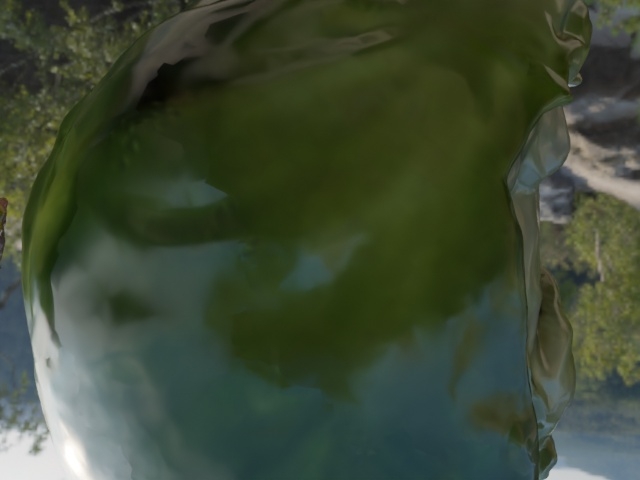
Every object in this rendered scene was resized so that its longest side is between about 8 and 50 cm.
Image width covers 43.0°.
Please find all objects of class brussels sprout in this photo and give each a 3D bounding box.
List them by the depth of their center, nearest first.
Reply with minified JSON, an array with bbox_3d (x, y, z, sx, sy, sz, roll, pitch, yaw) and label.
[{"bbox_3d":[0.000,0.000,0.444,0.315,0.371,0.276,15,169,3],"label":"brussels sprout"}]

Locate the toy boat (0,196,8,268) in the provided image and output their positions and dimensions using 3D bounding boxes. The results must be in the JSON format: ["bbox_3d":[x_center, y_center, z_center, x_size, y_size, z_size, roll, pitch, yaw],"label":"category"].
[{"bbox_3d":[-0.463,0.043,0.914,0.318,0.141,0.099,-27,136,11],"label":"toy boat"}]
